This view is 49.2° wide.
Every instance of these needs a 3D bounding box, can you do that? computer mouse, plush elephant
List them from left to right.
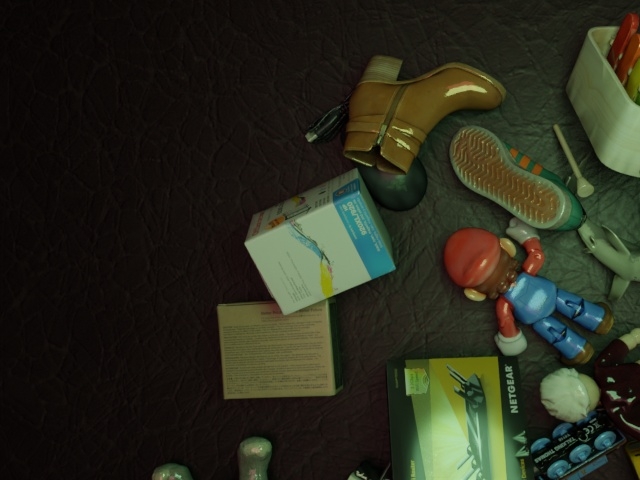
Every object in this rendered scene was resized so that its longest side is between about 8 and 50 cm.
[{"bbox_3d":[-0.224,0.581,1.344,0.272,0.255,0.330,-13,85,13],"label":"plush elephant"},{"bbox_3d":[0.105,-0.178,1.384,0.188,0.072,0.272,-37,80,9],"label":"computer mouse"}]

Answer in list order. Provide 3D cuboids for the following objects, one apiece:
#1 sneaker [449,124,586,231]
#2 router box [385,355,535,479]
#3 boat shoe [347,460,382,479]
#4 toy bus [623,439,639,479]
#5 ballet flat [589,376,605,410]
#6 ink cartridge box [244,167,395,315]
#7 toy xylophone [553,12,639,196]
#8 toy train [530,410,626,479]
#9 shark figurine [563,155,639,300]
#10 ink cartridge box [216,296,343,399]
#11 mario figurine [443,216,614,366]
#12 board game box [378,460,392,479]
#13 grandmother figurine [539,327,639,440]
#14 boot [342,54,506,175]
[{"bbox_3d":[0.358,-0.106,1.285,0.108,0.121,0.302,-56,46,19],"label":"sneaker"},{"bbox_3d":[0.245,0.366,1.247,0.243,0.081,0.309,-3,64,3],"label":"router box"},{"bbox_3d":[0.067,0.611,1.330,0.158,0.127,0.340,26,90,16],"label":"boat shoe"},{"bbox_3d":[0.635,0.510,1.192,0.108,0.130,0.332,-20,83,11],"label":"toy bus"},{"bbox_3d":[0.501,0.280,1.270,0.188,0.070,0.070,-13,85,14],"label":"ballet flat"},{"bbox_3d":[0.000,0.000,1.325,0.233,0.171,0.168,-24,108,10],"label":"ink cartridge box"},{"bbox_3d":[0.492,-0.223,1.194,0.081,0.236,0.322,4,52,-5],"label":"toy xylophone"},{"bbox_3d":[0.459,0.381,1.258,0.184,0.105,0.080,-32,37,1],"label":"toy train"},{"bbox_3d":[0.538,-0.011,1.271,0.116,0.166,0.278,-20,52,-18],"label":"shark figurine"},{"bbox_3d":[-0.081,0.216,1.408,0.235,0.088,0.193,-5,85,15],"label":"ink cartridge box"},{"bbox_3d":[0.371,0.087,1.303,0.320,0.170,0.198,36,55,4],"label":"mario figurine"},{"bbox_3d":[0.263,0.483,1.281,0.305,0.053,0.193,30,63,13],"label":"board game box"},{"bbox_3d":[0.544,0.253,1.183,0.342,0.104,0.208,-4,48,-3],"label":"grandmother figurine"},{"bbox_3d":[0.188,-0.225,1.300,0.283,0.109,0.220,15,68,5],"label":"boot"}]
